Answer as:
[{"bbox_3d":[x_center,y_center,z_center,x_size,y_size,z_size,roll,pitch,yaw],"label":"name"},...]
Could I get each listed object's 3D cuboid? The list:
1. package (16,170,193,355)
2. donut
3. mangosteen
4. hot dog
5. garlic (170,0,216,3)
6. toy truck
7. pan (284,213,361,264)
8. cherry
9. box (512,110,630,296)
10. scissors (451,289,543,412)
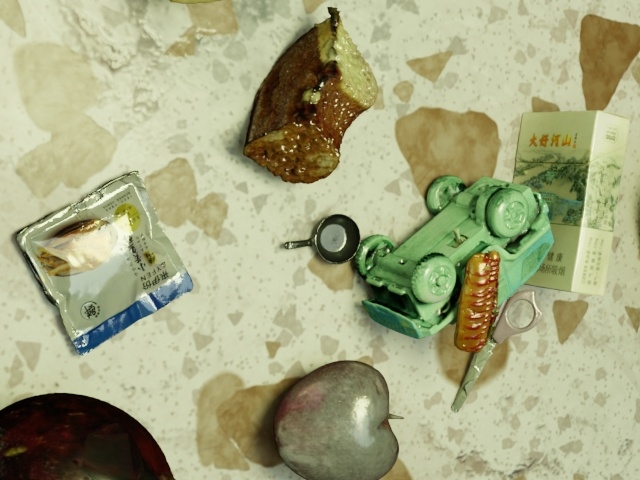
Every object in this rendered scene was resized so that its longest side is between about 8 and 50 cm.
[{"bbox_3d":[-0.257,0.026,1.394,0.171,0.027,0.173,-33,107,-24],"label":"package"},{"bbox_3d":[-0.008,-0.179,1.483,0.126,0.144,0.187,42,43,-33],"label":"donut"},{"bbox_3d":[-0.301,0.312,1.255,0.311,0.311,0.311,-3,96,-31],"label":"mangosteen"},{"bbox_3d":[0.209,0.080,1.507,0.062,0.038,0.144,-6,112,-39],"label":"hot dog"},{"bbox_3d":[-0.128,-0.336,1.397,0.195,0.101,0.087,-15,134,-36],"label":"garlic"},{"bbox_3d":[0.187,0.023,1.591,0.279,0.155,0.156,-40,121,-22],"label":"toy truck"},{"bbox_3d":[-0.001,0.000,1.549,0.115,0.023,0.069,-6,96,-27],"label":"pan"},{"bbox_3d":[0.023,0.248,1.522,0.176,0.140,0.176,-1,95,-7],"label":"cherry"},{"bbox_3d":[0.352,-0.057,1.673,0.069,0.164,0.257,8,90,-30],"label":"box"},{"bbox_3d":[0.242,0.156,1.688,0.212,0.110,0.021,-64,162,3],"label":"scissors"}]
